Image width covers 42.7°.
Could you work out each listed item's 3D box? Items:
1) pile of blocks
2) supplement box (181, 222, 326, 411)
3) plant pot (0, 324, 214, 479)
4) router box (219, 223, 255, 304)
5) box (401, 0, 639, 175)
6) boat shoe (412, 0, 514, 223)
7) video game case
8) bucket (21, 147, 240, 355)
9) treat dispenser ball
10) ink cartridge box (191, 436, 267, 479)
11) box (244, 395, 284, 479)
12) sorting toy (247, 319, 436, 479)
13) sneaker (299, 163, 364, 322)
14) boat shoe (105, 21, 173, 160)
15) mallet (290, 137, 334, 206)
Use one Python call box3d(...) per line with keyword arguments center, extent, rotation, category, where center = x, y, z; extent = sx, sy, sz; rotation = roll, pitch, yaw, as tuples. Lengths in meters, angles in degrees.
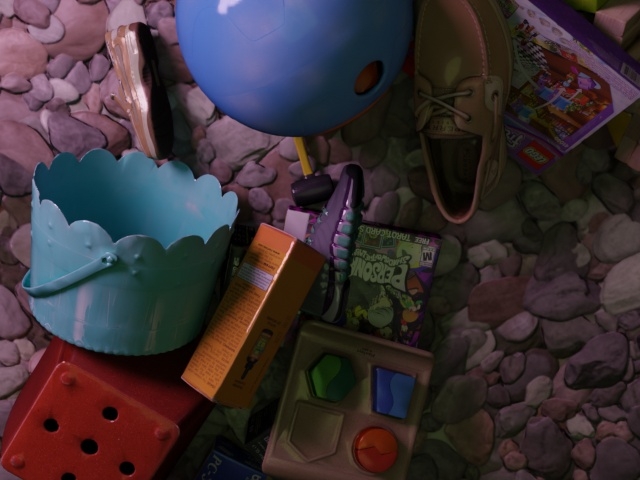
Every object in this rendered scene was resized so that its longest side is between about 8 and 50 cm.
box3d(center=(0.382, -0.275, 1.102), extent=(0.112, 0.149, 0.362), rotation=(-41, 116, -33), category="pile of blocks")
box3d(center=(-0.088, 0.101, 1.078), extent=(0.078, 0.080, 0.234), rotation=(34, 81, -50), category="supplement box")
box3d(center=(-0.293, 0.238, 1.159), extent=(0.267, 0.236, 0.267), rotation=(32, 103, -7), category="plant pot")
box3d(center=(-0.117, 0.036, 1.163), extent=(0.038, 0.122, 0.092), rotation=(11, 104, -9), category="router box")
box3d(center=(0.243, -0.235, 1.067), extent=(0.293, 0.057, 0.201), rotation=(36, 141, -8), category="box")
box3d(center=(0.178, -0.171, 1.040), extent=(0.121, 0.110, 0.341), rotation=(6, 135, 28), category="boat shoe")
box3d(center=(0.044, 0.071, 1.210), extent=(0.232, 0.042, 0.210), rotation=(12, 103, -2), category="video game case")
box3d(center=(-0.255, 0.011, 1.086), extent=(0.281, 0.281, 0.183), rotation=(15, 112, -3), category="bucket")
box3d(center=(-0.031, -0.270, 0.999), extent=(0.288, 0.288, 0.288), rotation=(0, 104, 1), category="treat dispenser ball")
box3d(center=(-0.172, 0.423, 1.301), extent=(0.097, 0.046, 0.207), rotation=(27, 103, -7), category="ink cartridge box")
box3d(center=(-0.006, 0.305, 1.246), extent=(0.158, 0.093, 0.156), rotation=(-36, 101, 8), category="box")
box3d(center=(0.001, 0.233, 1.154), extent=(0.307, 0.041, 0.229), rotation=(17, 86, -13), category="sorting toy")
box3d(center=(0.000, 0.000, 1.135), extent=(0.098, 0.083, 0.224), rotation=(11, 97, 10), category="sneaker")
box3d(center=(-0.257, -0.203, 1.141), extent=(0.072, 0.068, 0.190), rotation=(-8, 94, 15), category="boat shoe")
box3d(center=(-0.039, -0.139, 1.165), extent=(0.062, 0.039, 0.190), rotation=(-23, 99, 3), category="mallet")
